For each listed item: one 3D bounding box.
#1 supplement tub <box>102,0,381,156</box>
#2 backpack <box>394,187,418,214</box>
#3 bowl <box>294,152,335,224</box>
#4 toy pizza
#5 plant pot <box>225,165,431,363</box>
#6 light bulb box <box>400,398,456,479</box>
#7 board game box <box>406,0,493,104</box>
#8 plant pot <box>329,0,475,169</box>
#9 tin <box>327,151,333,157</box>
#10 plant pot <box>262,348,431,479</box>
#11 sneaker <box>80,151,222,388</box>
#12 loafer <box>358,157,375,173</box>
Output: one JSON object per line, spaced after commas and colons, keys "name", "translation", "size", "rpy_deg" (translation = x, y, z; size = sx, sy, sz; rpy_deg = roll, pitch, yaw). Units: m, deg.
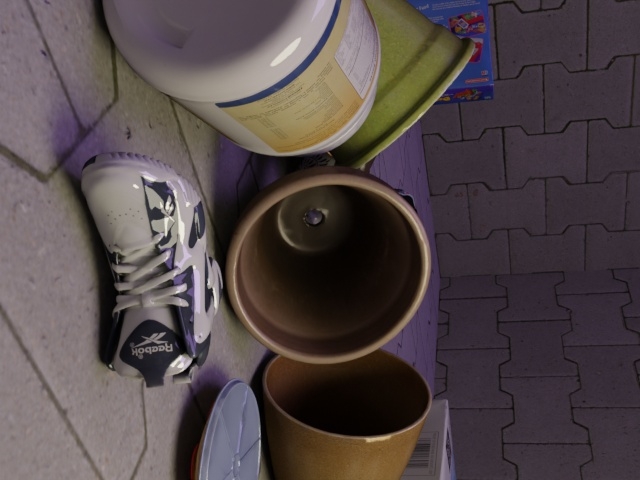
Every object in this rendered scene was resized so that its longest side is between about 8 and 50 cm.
{"name": "supplement tub", "translation": [-0.060, -0.219, 0.792], "size": [0.316, 0.228, 0.228], "rpy_deg": [27, 61, -74]}
{"name": "backpack", "translation": [0.126, 0.002, 1.547], "size": [0.253, 0.191, 0.225], "rpy_deg": [-16, 105, -68]}
{"name": "bowl", "translation": [-0.001, -0.064, 1.232], "size": [0.170, 0.080, 0.170], "rpy_deg": [47, -19, 22]}
{"name": "toy pizza", "translation": [-0.113, 0.262, 0.853], "size": [0.201, 0.032, 0.201], "rpy_deg": [1, 90, -77]}
{"name": "plant pot", "translation": [0.000, 0.000, 1.017], "size": [0.229, 0.263, 0.263], "rpy_deg": [-105, -176, -66]}
{"name": "light bulb box", "translation": [0.151, 0.561, 1.444], "size": [0.358, 0.225, 0.361], "rpy_deg": [-60, 143, -66]}
{"name": "board game box", "translation": [0.198, -0.415, 1.615], "size": [0.078, 0.347, 0.233], "rpy_deg": [42, 47, -71]}
{"name": "plant pot", "translation": [0.036, -0.282, 1.071], "size": [0.254, 0.276, 0.276], "rpy_deg": [43, 28, -12]}
{"name": "tin", "translation": [0.005, -0.132, 1.329], "size": [0.106, 0.040, 0.189], "rpy_deg": [54, -13, 44]}
{"name": "plant pot", "translation": [0.026, 0.315, 1.070], "size": [0.237, 0.237, 0.254], "rpy_deg": [-60, 157, -66]}
{"name": "sneaker", "translation": [-0.149, 0.045, 0.647], "size": [0.235, 0.094, 0.153], "rpy_deg": [84, 2, -53]}
{"name": "loafer", "translation": [0.083, -0.193, 1.331], "size": [0.080, 0.078, 0.220], "rpy_deg": [5, 91, -62]}
